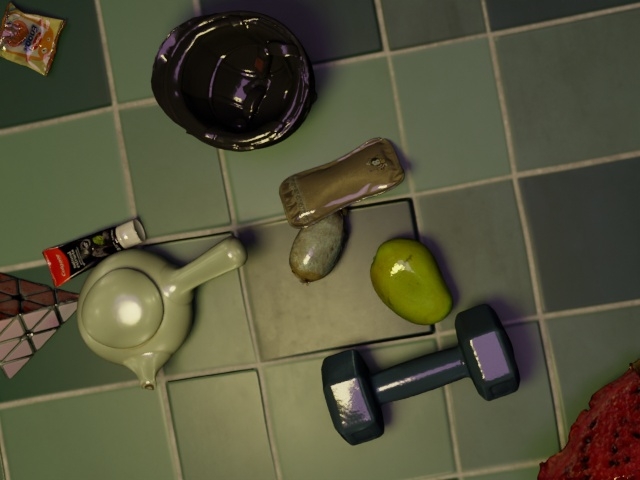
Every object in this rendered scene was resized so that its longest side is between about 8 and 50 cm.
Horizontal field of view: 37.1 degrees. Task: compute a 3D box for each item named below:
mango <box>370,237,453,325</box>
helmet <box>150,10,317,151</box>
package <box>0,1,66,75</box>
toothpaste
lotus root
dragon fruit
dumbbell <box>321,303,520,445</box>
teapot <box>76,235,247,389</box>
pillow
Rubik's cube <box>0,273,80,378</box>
[{"bbox_3d":[0.151,0.073,1.628,0.117,0.089,0.163,-25,88,6],"label":"mango"},{"bbox_3d":[-0.132,-0.263,1.623,0.278,0.160,0.231,14,92,18],"label":"helmet"},{"bbox_3d":[-0.530,-0.365,1.727,0.120,0.031,0.108,18,92,5],"label":"package"},{"bbox_3d":[-0.408,0.020,1.714,0.193,0.045,0.071,-21,86,11],"label":"toothpaste"},{"bbox_3d":[0.002,0.000,1.651,0.088,0.088,0.165,26,81,5],"label":"lotus root"},{"bbox_3d":[0.494,0.350,1.523,0.330,0.240,0.302,-15,69,-1],"label":"dragon fruit"},{"bbox_3d":[0.166,0.227,1.602,0.324,0.144,0.160,-19,90,5],"label":"dumbbell"},{"bbox_3d":[-0.288,0.080,1.645,0.220,0.149,0.318,36,95,3],"label":"teapot"},{"bbox_3d":[0.035,-0.098,1.644,0.217,0.033,0.130,-22,49,5],"label":"pillow"},{"bbox_3d":[-0.563,0.177,1.688,0.211,0.190,0.178,15,109,10],"label":"Rubik's cube"}]
